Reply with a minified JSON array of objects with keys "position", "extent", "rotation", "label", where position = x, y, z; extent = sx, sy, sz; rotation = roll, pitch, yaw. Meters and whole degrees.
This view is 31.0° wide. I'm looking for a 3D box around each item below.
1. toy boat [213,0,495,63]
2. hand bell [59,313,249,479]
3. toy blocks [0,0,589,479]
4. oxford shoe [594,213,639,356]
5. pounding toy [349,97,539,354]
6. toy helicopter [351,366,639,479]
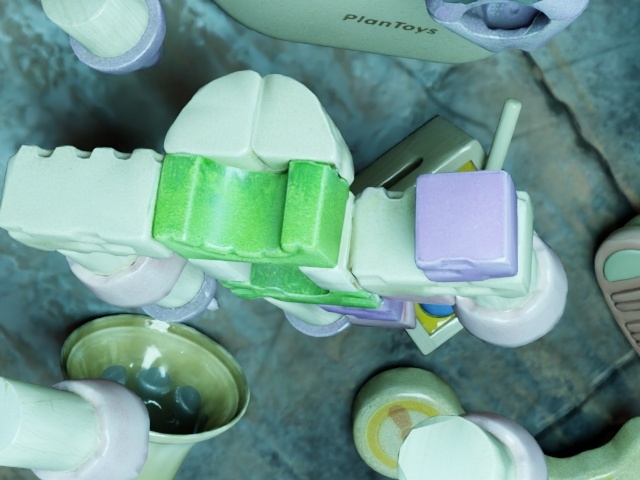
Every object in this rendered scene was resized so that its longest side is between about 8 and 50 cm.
[{"position":[0.035,-0.203,0.695],"extent":[0.231,0.151,0.151],"rotation":[6,77,-18],"label":"toy boat"},{"position":[-0.142,0.185,0.805],"extent":[0.126,0.126,0.242],"rotation":[10,119,-18],"label":"hand bell"},{"position":[0.000,0.000,0.645],"extent":[0.289,0.260,0.308],"rotation":[3,77,17],"label":"toy blocks"},{"position":[0.375,0.079,0.898],"extent":[0.397,0.140,0.146],"rotation":[36,68,-20],"label":"oxford shoe"},{"position":[0.088,-0.016,0.778],"extent":[0.141,0.100,0.130],"rotation":[-37,115,0],"label":"pounding toy"},{"position":[0.171,0.215,0.886],"extent":[0.355,0.140,0.235],"rotation":[30,113,-10],"label":"toy helicopter"}]
